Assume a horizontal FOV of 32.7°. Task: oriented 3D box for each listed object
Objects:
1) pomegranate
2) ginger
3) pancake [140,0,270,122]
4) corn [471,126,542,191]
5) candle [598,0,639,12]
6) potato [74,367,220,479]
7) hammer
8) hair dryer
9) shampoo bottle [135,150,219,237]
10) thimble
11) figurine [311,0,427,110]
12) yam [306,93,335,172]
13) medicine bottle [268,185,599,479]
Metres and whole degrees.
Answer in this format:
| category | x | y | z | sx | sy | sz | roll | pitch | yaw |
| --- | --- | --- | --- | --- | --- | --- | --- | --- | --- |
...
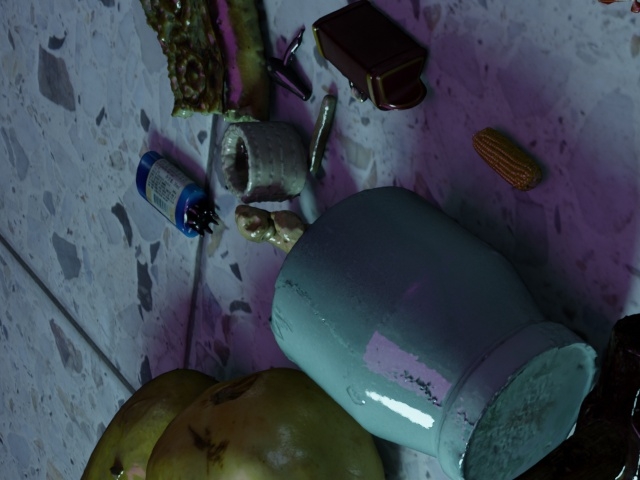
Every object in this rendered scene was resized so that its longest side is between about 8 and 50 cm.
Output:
| category | x | y | z | sx | sy | sz | roll | pitch | yaw |
| --- | --- | --- | --- | --- | --- | --- | --- | --- | --- |
| pomegranate | -0.072 | 0.339 | 1.488 | 0.332 | 0.332 | 0.333 | 24 | 122 | 46 |
| ginger | -0.013 | -0.004 | 1.389 | 0.258 | 0.149 | 0.065 | 11 | 87 | 53 |
| pancake | -0.197 | -0.352 | 1.559 | 0.304 | 0.066 | 0.427 | -13 | 95 | 56 |
| corn | 0.199 | -0.087 | 1.164 | 0.092 | 0.037 | 0.037 | 48 | 137 | 29 |
| candle | 0.259 | -0.261 | 1.005 | 0.131 | 0.052 | 0.052 | 58 | 141 | 19 |
| potato | -0.212 | 0.370 | 1.773 | 0.289 | 0.397 | 0.296 | 25 | 81 | 25 |
| hammer | 0.189 | 0.232 | 0.996 | 0.095 | 0.408 | 0.243 | 33 | 132 | 42 |
| hair dryer | -0.032 | -0.233 | 1.424 | 0.079 | 0.031 | 0.083 | 42 | 127 | 21 |
| shampoo bottle | -0.226 | -0.067 | 1.720 | 0.183 | 0.050 | 0.087 | 38 | 129 | 39 |
| thimble | -0.075 | -0.107 | 1.460 | 0.102 | 0.090 | 0.115 | -56 | 46 | 51 |
| figurine | 0.061 | -0.198 | 1.277 | 0.154 | 0.082 | 0.098 | 48 | 150 | 30 |
| yam | 0.000 | -0.139 | 1.418 | 0.021 | 0.021 | 0.116 | 44 | 136 | 34 |
| medicine bottle | 0.122 | 0.110 | 1.165 | 0.290 | 0.245 | 0.245 | 40 | 133 | 39 |
